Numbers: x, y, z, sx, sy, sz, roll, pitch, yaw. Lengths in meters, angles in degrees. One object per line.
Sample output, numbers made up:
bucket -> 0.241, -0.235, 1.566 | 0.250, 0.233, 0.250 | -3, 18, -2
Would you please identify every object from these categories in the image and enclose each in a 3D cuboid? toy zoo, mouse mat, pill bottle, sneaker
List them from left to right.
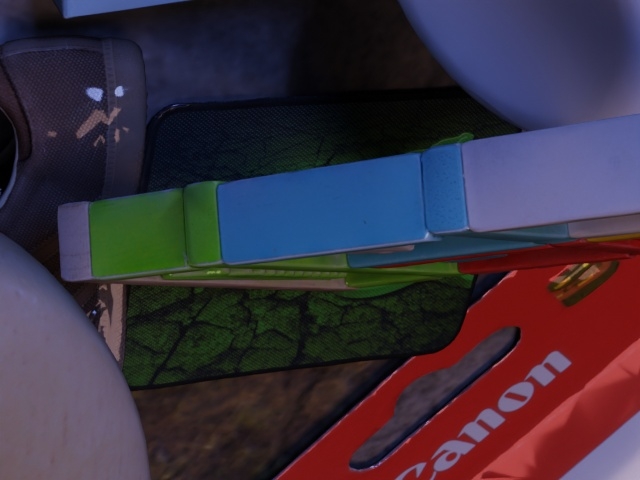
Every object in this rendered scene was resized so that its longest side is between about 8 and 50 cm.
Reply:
sneaker -> -0.112, 0.001, 0.622 | 0.071, 0.066, 0.188 | 2, 123, -12
mouse mat -> 0.000, 0.000, 0.710 | 0.190, 0.007, 0.152 | -6, 126, -28
toy zoo -> 0.081, -0.011, 0.549 | 0.293, 0.030, 0.192 | -7, 174, 30
pill bottle -> 0.145, -0.149, 0.556 | 0.246, 0.130, 0.130 | -38, 142, -26

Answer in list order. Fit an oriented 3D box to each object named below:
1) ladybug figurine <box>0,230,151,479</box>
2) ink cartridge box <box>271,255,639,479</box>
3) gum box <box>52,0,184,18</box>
ladybug figurine -> -0.231, 0.136, 0.585 | 0.305, 0.162, 0.449 | 8, 124, -35
ink cartridge box -> 0.156, 0.171, 0.913 | 0.308, 0.091, 0.385 | -42, 138, 9
gum box -> -0.017, -0.172, 0.523 | 0.157, 0.041, 0.184 | -12, 133, -23
